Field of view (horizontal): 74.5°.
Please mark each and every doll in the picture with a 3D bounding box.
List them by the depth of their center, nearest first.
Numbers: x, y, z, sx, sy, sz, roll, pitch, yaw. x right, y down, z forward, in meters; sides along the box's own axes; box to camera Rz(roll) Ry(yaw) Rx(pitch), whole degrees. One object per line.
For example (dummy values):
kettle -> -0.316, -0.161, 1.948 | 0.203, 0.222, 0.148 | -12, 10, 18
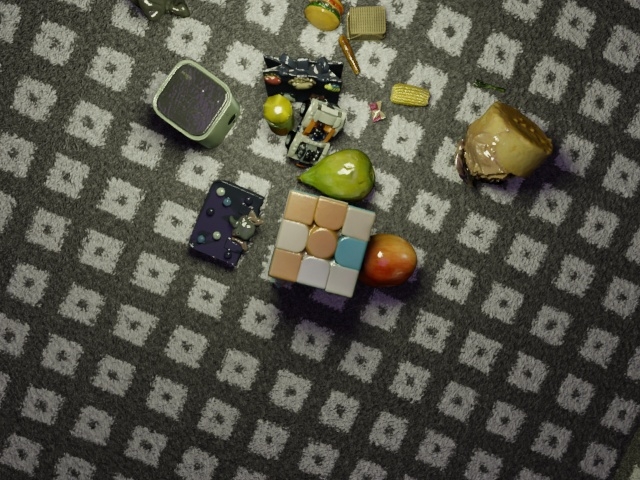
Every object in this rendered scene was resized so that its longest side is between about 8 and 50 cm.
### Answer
doll -> -0.644, -1.054, 1.601 | 0.252, 0.378, 0.383 | -43, 111, -33

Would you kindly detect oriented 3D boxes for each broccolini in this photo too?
broccolini -> 0.737, -0.678, 1.843 | 0.139, 0.030, 0.035 | 9, 58, -7

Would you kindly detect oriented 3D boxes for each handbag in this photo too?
handbag -> -0.067, -0.629, 1.661 | 0.303, 0.329, 0.122 | 4, 95, -2
handbag -> -0.385, -0.074, 1.808 | 0.269, 0.118, 0.326 | 22, 96, -4

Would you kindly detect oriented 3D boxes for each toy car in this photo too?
toy car -> -0.021, -0.434, 1.737 | 0.193, 0.118, 0.301 | 13, 126, -28

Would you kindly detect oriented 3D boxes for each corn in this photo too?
corn -> 0.386, -0.623, 1.811 | 0.165, 0.063, 0.085 | 10, 85, -5

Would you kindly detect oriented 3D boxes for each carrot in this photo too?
carrot -> 0.125, -0.792, 1.802 | 0.042, 0.042, 0.171 | -27, 99, 0

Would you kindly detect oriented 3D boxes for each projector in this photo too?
projector -> -0.487, -0.536, 1.694 | 0.248, 0.249, 0.249 | 35, 93, -5

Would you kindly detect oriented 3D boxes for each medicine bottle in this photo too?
medicine bottle -> -0.168, -0.507, 1.714 | 0.124, 0.239, 0.124 | 0, 93, 0

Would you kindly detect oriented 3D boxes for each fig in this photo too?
fig -> 0.077, -0.247, 1.764 | 0.314, 0.233, 0.233 | -27, 95, 6

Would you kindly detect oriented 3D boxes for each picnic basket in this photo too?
picnic basket -> 0.194, -0.910, 1.772 | 0.164, 0.079, 0.115 | -3, 95, -2

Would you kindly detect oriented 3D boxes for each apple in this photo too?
apple -> 0.278, 0.093, 1.781 | 0.240, 0.242, 0.242 | 7, 95, -16

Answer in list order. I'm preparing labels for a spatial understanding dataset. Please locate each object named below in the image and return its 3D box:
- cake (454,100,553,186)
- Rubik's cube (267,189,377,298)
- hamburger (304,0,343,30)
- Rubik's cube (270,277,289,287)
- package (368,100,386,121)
cake -> 0.738, -0.363, 1.766 | 0.332, 0.332, 0.321 | 35, 130, -4
Rubik's cube -> 0.000, 0.000, 1.710 | 0.344, 0.346, 0.347 | 16, 93, -2
hamburger -> 0.015, -0.938, 1.727 | 0.161, 0.162, 0.115 | 19, 93, -3
Rubik's cube -> -0.172, 0.166, 1.855 | 0.073, 0.075, 0.084 | 14, 95, -48
package -> 0.246, -0.563, 1.829 | 0.059, 0.029, 0.083 | -16, 85, 7
